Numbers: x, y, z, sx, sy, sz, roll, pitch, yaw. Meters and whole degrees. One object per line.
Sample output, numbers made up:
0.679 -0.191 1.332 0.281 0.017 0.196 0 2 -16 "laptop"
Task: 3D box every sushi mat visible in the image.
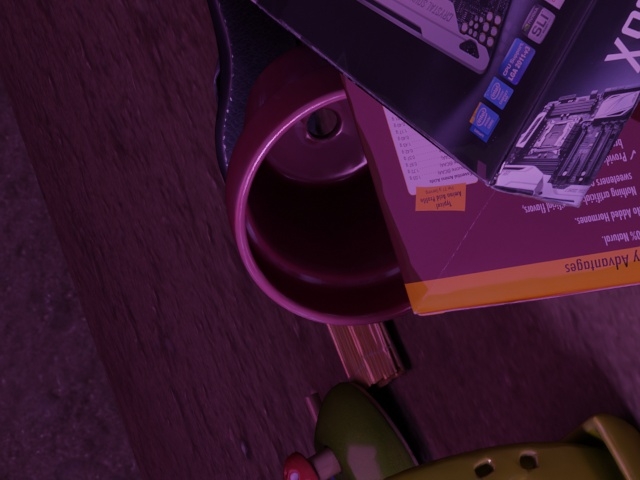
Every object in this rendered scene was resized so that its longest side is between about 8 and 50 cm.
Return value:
0.000 0.000 1.687 0.317 0.019 0.151 67 163 8 "sushi mat"

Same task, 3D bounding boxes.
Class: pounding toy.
0.017 0.247 1.725 0.183 0.110 0.237 62 163 -1 "pounding toy"

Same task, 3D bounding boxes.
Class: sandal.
-0.061 -0.159 1.591 0.054 0.097 0.255 -152 55 -62 "sandal"

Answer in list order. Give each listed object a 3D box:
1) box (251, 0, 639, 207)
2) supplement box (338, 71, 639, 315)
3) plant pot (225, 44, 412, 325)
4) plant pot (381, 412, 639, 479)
0.099 -0.208 0.811 0.242 0.076 0.307 43 112 40 "box"
0.132 -0.078 0.947 0.191 0.129 0.194 -11 101 41 "supplement box"
0.017 -0.064 1.335 0.180 0.201 0.201 -112 11 -58 "plant pot"
0.156 0.261 1.228 0.228 0.207 0.227 64 160 17 "plant pot"
